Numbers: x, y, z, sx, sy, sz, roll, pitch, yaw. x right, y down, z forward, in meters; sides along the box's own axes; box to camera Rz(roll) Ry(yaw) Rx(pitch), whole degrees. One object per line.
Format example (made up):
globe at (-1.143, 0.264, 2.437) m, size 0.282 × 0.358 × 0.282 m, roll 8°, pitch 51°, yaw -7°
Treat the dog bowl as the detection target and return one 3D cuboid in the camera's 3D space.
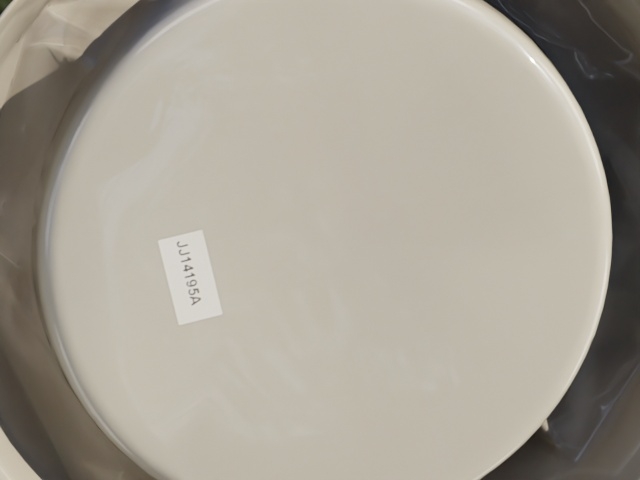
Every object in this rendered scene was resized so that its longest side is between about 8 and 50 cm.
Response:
dog bowl at (0.000, 0.000, 0.762) m, size 0.349 × 0.348 × 0.102 m, roll -19°, pitch 14°, yaw -4°
